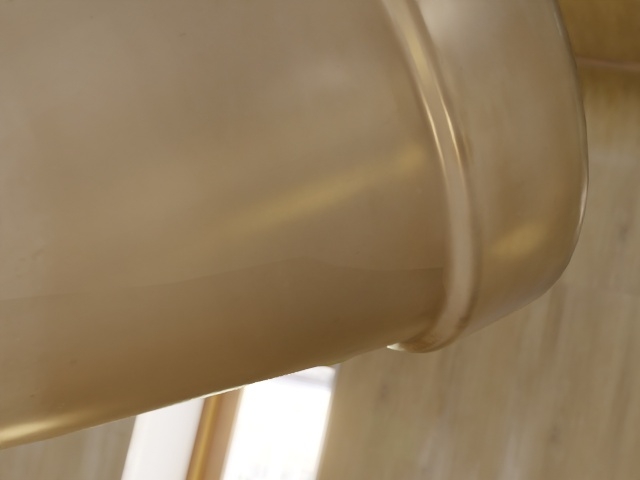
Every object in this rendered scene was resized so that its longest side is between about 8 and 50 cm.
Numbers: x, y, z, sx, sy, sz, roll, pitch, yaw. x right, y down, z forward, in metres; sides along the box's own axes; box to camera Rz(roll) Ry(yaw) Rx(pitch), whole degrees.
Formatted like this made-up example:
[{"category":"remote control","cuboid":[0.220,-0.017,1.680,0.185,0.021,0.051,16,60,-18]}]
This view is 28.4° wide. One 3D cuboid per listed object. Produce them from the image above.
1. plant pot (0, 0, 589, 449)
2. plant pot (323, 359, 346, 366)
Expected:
[{"category":"plant pot","cuboid":[-0.087,-0.049,0.595,0.280,0.323,0.323,-28,-176,-18]},{"category":"plant pot","cuboid":[0.000,0.000,1.640,0.366,0.367,0.353,12,156,2]}]
